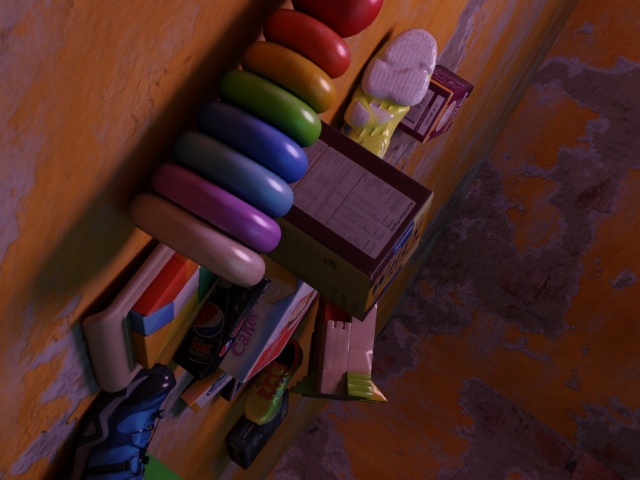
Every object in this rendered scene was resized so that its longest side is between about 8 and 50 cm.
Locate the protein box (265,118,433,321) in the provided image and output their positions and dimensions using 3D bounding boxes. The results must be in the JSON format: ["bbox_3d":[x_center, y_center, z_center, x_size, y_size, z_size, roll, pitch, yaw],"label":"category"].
[{"bbox_3d":[0.015,-0.028,1.182,0.136,0.201,0.200,-52,169,-16],"label":"protein box"}]

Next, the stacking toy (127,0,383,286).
[{"bbox_3d":[-0.039,-0.127,0.868,0.330,0.141,0.141,-59,169,-3],"label":"stacking toy"}]

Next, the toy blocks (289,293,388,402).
[{"bbox_3d":[0.044,0.201,1.955,0.381,0.191,0.261,123,-26,-77],"label":"toy blocks"}]

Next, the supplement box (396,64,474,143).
[{"bbox_3d":[0.199,-0.247,1.658,0.104,0.081,0.188,-60,169,22],"label":"supplement box"}]

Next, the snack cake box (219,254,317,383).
[{"bbox_3d":[-0.066,0.079,1.453,0.264,0.089,0.152,-59,171,19],"label":"snack cake box"}]

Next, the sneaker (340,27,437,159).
[{"bbox_3d":[0.083,-0.199,1.348,0.240,0.091,0.126,-58,-173,8],"label":"sneaker"}]

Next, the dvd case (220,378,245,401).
[{"bbox_3d":[-0.110,0.178,1.714,0.179,0.029,0.238,-49,168,-35],"label":"dvd case"}]

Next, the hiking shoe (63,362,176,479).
[{"bbox_3d":[-0.253,0.297,1.163,0.304,0.132,0.113,-57,169,5],"label":"hiking shoe"}]

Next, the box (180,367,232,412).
[{"bbox_3d":[-0.171,0.226,1.545,0.136,0.028,0.081,-46,167,-13],"label":"box"}]

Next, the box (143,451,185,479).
[{"bbox_3d":[-0.252,0.449,1.280,0.231,0.262,0.127,-59,169,10],"label":"box"}]

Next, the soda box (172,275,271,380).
[{"bbox_3d":[-0.141,0.114,1.323,0.169,0.053,0.060,-59,168,12],"label":"soda box"}]

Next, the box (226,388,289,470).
[{"bbox_3d":[-0.151,0.451,2.263,0.183,0.059,0.232,-51,168,-21],"label":"box"}]

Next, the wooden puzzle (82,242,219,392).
[{"bbox_3d":[-0.168,0.057,1.061,0.238,0.044,0.221,-50,168,-27],"label":"wooden puzzle"}]

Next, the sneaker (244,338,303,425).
[{"bbox_3d":[-0.102,0.294,1.979,0.094,0.081,0.208,103,13,-62],"label":"sneaker"}]
